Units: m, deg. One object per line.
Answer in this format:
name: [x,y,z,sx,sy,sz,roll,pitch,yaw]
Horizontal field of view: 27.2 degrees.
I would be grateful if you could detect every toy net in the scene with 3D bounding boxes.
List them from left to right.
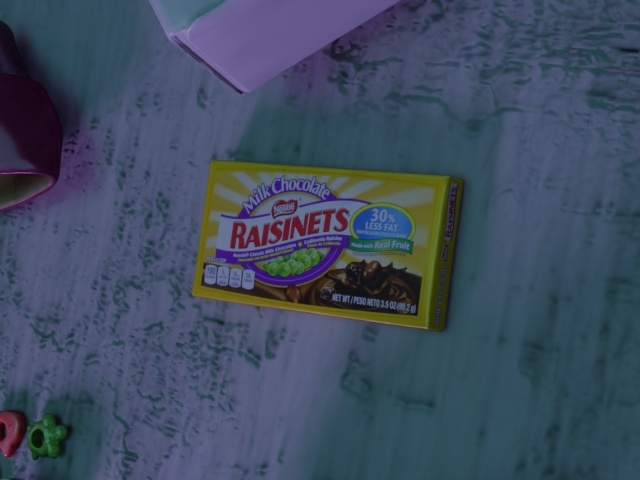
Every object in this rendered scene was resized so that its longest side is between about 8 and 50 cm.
toy net: [-0.306,0.205,1.105,0.232,0.045,0.122,-7,80,34]

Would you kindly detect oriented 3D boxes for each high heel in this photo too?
high heel: [-0.375,-0.017,1.124,0.377,0.127,0.181,-42,52,20]

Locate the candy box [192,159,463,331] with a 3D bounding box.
candy box: [0.000,0.000,0.929,0.206,0.027,0.105,5,84,35]

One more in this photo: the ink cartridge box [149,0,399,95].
ink cartridge box: [-0.045,-0.290,0.897,0.223,0.129,0.307,-30,70,10]
